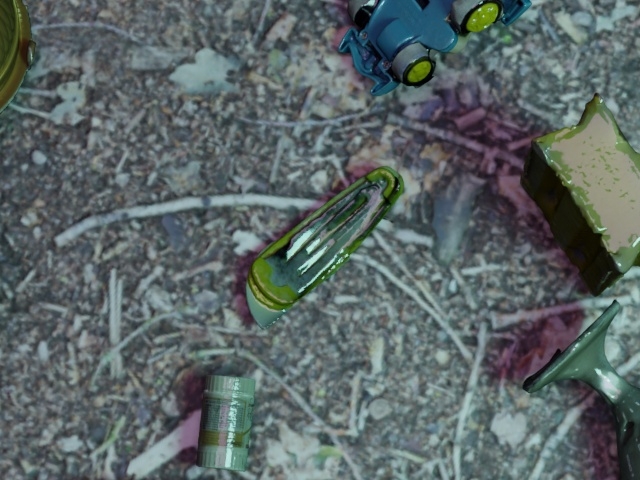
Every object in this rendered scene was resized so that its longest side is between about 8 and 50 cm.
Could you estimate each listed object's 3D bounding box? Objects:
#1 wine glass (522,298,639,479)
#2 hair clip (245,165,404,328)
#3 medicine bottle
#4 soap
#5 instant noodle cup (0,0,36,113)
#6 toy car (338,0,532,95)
[{"bbox_3d":[0.298,0.174,1.497,0.126,0.126,0.241,-44,83,-4],"label":"wine glass"},{"bbox_3d":[0.000,0.000,1.576,0.188,0.033,0.060,-42,81,-1],"label":"hair clip"},{"bbox_3d":[-0.085,0.164,1.549,0.047,0.047,0.083,5,82,3],"label":"medicine bottle"},{"bbox_3d":[0.238,-0.033,1.473,0.076,0.233,0.135,-33,81,1],"label":"soap"},{"bbox_3d":[-0.379,-0.219,1.531,0.274,0.091,0.274,11,58,-18],"label":"instant noodle cup"},{"bbox_3d":[0.105,-0.204,1.585,0.161,0.098,0.126,-51,53,22],"label":"toy car"}]
